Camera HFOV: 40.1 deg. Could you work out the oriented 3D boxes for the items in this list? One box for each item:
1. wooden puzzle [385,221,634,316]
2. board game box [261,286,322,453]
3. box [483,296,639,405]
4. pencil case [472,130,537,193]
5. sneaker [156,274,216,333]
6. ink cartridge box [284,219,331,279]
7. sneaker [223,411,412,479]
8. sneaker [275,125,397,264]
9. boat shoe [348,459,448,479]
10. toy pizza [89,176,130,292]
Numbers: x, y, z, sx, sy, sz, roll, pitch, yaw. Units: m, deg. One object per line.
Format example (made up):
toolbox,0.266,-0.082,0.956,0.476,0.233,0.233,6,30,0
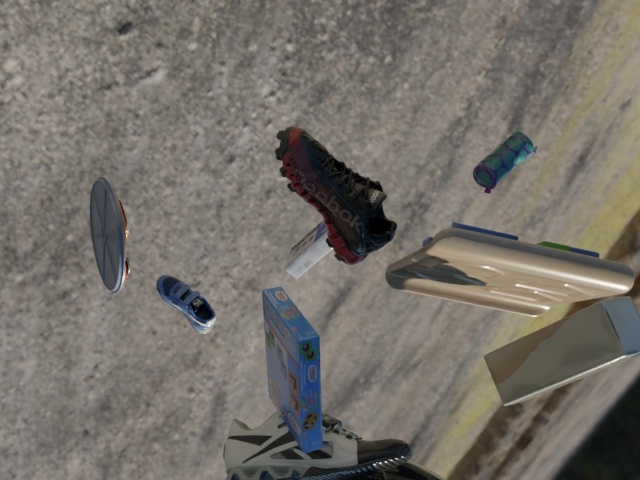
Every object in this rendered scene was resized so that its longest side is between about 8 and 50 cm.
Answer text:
wooden puzzle,0.300,0.043,1.467,0.348,0.322,0.080,125,-25,-74
board game box,-0.045,0.202,1.379,0.039,0.160,0.211,-12,120,-20
box,0.521,0.236,1.855,0.148,0.121,0.311,0,154,-48
pencil case,0.393,-0.170,1.875,0.152,0.064,0.070,-38,129,-27
sneaker,-0.258,0.117,1.711,0.053,0.144,0.059,-50,-175,-31
ink cartridge box,0.000,0.000,2.138,0.207,0.046,0.097,-41,-163,30
sneaker,-0.012,0.340,1.499,0.331,0.146,0.122,-7,157,10
sneaker,0.035,-0.086,1.476,0.135,0.276,0.097,-18,-155,37
boat shoe,0.179,0.535,1.662,0.156,0.500,0.186,-26,132,-70
toy pizza,-0.357,-0.010,1.504,0.032,0.201,0.201,-7,139,-27
